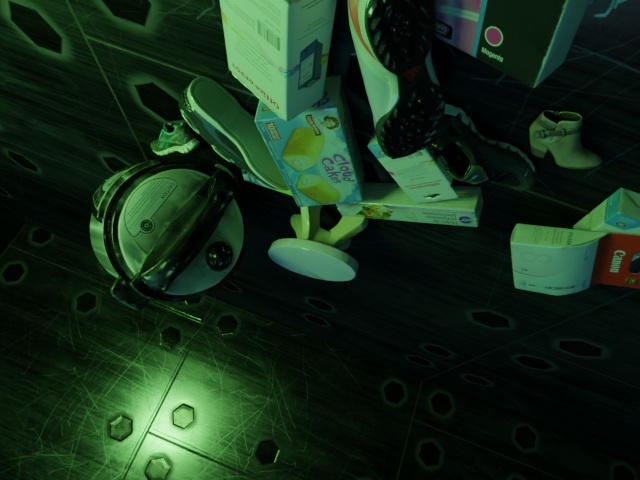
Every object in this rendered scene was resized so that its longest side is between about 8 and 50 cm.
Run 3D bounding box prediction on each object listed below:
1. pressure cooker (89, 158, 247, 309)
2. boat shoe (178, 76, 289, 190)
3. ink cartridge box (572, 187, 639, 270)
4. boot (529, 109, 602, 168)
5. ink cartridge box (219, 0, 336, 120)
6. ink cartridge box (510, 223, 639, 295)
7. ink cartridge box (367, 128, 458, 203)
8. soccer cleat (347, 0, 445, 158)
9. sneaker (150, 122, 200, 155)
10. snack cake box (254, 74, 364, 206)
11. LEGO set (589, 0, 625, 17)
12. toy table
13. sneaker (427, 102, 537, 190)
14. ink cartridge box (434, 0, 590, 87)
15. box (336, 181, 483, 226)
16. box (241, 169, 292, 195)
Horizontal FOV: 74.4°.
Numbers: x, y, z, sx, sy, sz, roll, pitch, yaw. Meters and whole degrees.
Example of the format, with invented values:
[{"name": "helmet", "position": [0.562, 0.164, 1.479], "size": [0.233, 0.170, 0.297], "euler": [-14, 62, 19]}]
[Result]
[{"name": "pressure cooker", "position": [-0.400, -0.029, 1.145], "size": [0.375, 0.371, 0.420], "euler": [-7, -172, -35]}, {"name": "boat shoe", "position": [-0.177, -0.222, 0.933], "size": [0.302, 0.114, 0.091], "euler": [48, 146, -21]}, {"name": "ink cartridge box", "position": [0.547, -0.012, 0.785], "size": [0.104, 0.060, 0.180], "euler": [21, 155, 7]}, {"name": "boot", "position": [0.387, -0.158, 0.656], "size": [0.118, 0.042, 0.087], "euler": [14, 151, 17]}, {"name": "ink cartridge box", "position": [-0.067, -0.308, 0.621], "size": [0.154, 0.093, 0.212], "euler": [45, 157, 15]}, {"name": "ink cartridge box", "position": [0.499, 0.050, 0.815], "size": [0.232, 0.066, 0.189], "euler": [13, 153, 34]}, {"name": "ink cartridge box", "position": [0.187, -0.152, 0.808], "size": [0.104, 0.062, 0.181], "euler": [-4, 143, 45]}, {"name": "soccer cleat", "position": [0.104, -0.243, 0.593], "size": [0.108, 0.117, 0.318], "euler": [-23, 149, 5]}, {"name": "sneaker", "position": [-0.384, -0.267, 1.083], "size": [0.166, 0.065, 0.076], "euler": [1, 131, 32]}, {"name": "snack cake box", "position": [-0.007, -0.182, 0.839], "size": [0.152, 0.089, 0.264], "euler": [-3, 148, 16]}, {"name": "LEGO set", "position": [0.276, -0.315, 0.342], "size": [0.132, 0.107, 0.287], "euler": [2, 151, 26]}, {"name": "toy table", "position": [0.000, 0.000, 1.152], "size": [0.274, 0.161, 0.252], "euler": [10, 153, 27]}, {"name": "sneaker", "position": [0.272, -0.132, 0.726], "size": [0.234, 0.106, 0.078], "euler": [30, 155, -15]}, {"name": "ink cartridge box", "position": [0.181, -0.325, 0.368], "size": [0.175, 0.069, 0.371], "euler": [43, 166, 25]}, {"name": "box", "position": [0.187, -0.084, 0.940], "size": [0.323, 0.067, 0.063], "euler": [6, 151, 30]}, {"name": "box", "position": [-0.109, -0.168, 1.049], "size": [0.178, 0.043, 0.109], "euler": [18, 154, 10]}]
